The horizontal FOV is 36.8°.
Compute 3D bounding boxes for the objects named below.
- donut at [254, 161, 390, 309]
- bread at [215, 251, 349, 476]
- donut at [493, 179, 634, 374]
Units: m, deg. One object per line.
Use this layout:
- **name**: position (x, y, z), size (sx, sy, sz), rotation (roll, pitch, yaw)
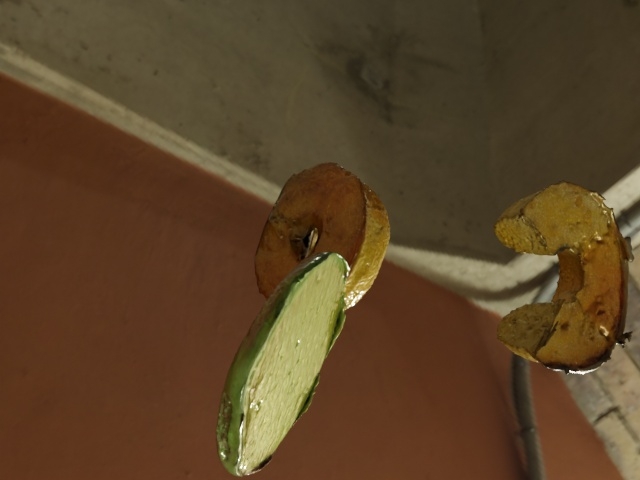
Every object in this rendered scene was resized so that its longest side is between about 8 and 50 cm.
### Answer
- **donut**: position (-0.001, 0.003, 1.516), size (0.118, 0.253, 0.253), rotation (15, -134, -40)
- **bread**: position (-0.042, 0.142, 1.174), size (0.045, 0.301, 0.301), rotation (24, -146, 17)
- **donut**: position (0.232, 0.036, 0.924), size (0.146, 0.078, 0.181), rotation (-4, -94, -32)
